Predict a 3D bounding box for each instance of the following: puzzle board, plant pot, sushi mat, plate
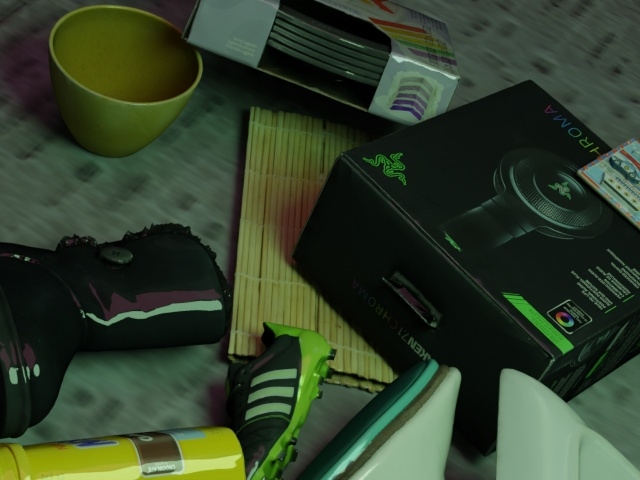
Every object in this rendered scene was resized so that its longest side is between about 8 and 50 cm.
[{"bbox_3d":[0.292,-0.034,1.236,0.128,0.011,0.096,44,43,18],"label":"puzzle board"},{"bbox_3d":[-0.181,-0.130,1.279,0.134,0.095,0.134,12,43,-11],"label":"plant pot"},{"bbox_3d":[0.000,0.000,1.276,0.151,0.019,0.316,13,43,-10],"label":"sushi mat"},{"bbox_3d":[0.215,0.255,0.981,0.277,0.045,0.278,44,34,-26],"label":"plate"}]

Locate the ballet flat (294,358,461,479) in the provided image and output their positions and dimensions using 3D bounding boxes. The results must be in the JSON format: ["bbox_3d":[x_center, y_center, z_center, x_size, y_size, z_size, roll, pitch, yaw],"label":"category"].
[{"bbox_3d":[-0.009,0.235,0.973,0.139,0.139,0.400,38,49,17],"label":"ballet flat"}]

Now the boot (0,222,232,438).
[{"bbox_3d":[-0.160,0.056,1.063,0.207,0.094,0.246,-2,22,-22],"label":"boot"}]

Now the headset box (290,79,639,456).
[{"bbox_3d":[0.152,0.015,1.223,0.283,0.131,0.246,-23,61,-42],"label":"headset box"}]

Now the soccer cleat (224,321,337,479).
[{"bbox_3d":[-0.046,0.134,1.093,0.072,0.060,0.179,17,45,10],"label":"soccer cleat"}]

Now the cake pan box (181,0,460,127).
[{"bbox_3d":[0.004,-0.197,1.369,0.246,0.070,0.267,19,19,-4],"label":"cake pan box"}]

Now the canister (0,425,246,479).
[{"bbox_3d":[-0.149,0.167,0.974,0.170,0.126,0.073,-3,84,-27],"label":"canister"}]
